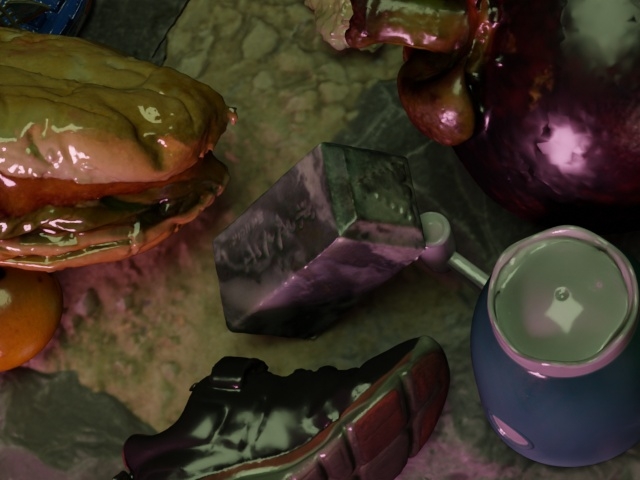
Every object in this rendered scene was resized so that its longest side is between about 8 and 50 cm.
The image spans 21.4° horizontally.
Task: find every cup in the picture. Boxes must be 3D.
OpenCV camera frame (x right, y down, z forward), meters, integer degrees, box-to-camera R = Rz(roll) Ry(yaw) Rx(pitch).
[{"bbox_3d":[0.187,0.071,1.279,0.299,0.173,0.167,36,80,22],"label":"cup"}]

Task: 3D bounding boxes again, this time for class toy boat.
[{"bbox_3d":[-0.278,-0.192,1.522,0.091,0.110,0.175,24,76,20],"label":"toy boat"}]

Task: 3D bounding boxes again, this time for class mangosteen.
[{"bbox_3d":[0.203,-0.158,1.300,0.297,0.293,0.297,-27,39,24],"label":"mangosteen"}]

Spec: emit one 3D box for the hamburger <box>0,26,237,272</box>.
[{"bbox_3d":[-0.257,-0.070,1.387,0.329,0.162,0.209,19,31,18],"label":"hamburger"}]

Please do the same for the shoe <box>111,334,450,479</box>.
[{"bbox_3d":[-0.035,0.151,1.334,0.291,0.114,0.137,-28,55,-2],"label":"shoe"}]

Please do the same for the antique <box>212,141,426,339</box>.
[{"bbox_3d":[0.000,0.000,1.339,0.086,0.183,0.088,7,58,-34],"label":"antique"}]

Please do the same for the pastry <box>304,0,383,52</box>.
[{"bbox_3d":[0.095,-0.271,1.493,0.258,0.089,0.121,-33,53,-6],"label":"pastry"}]

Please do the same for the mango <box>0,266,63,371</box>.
[{"bbox_3d":[-0.304,0.062,1.436,0.178,0.090,0.115,-15,73,14],"label":"mango"}]
